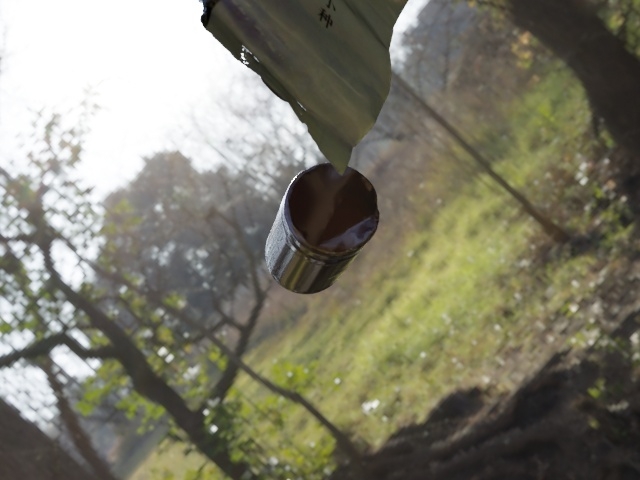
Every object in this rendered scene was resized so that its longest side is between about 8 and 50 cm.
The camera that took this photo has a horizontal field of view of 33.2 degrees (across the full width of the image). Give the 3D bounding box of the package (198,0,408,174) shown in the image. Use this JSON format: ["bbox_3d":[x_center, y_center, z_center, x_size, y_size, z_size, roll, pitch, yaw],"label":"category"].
[{"bbox_3d":[-0.011,-0.214,0.984,0.062,0.204,0.250,-15,43,41],"label":"package"}]

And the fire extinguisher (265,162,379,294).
[{"bbox_3d":[0.000,0.000,1.384,0.337,0.136,0.114,125,142,-75],"label":"fire extinguisher"}]
